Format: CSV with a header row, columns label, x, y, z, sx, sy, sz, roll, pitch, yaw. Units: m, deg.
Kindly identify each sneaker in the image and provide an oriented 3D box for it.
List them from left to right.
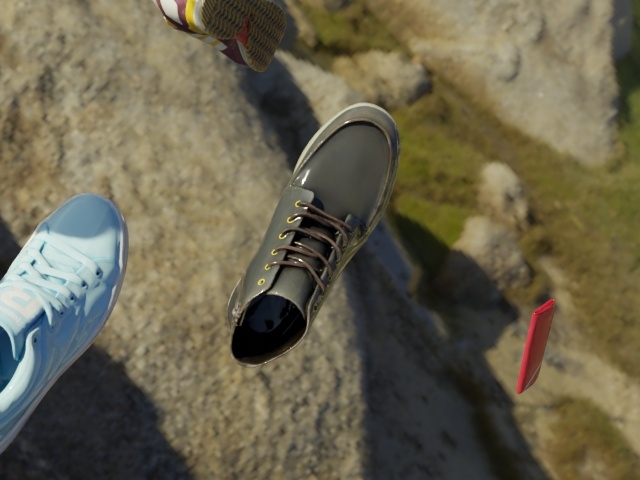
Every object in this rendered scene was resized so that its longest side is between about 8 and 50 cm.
label,x,y,z,sx,sy,sz,roll,pitch,yaw
sneaker,-0.326,0.089,1.465,0.135,0.150,0.366,25,68,0
sneaker,-0.097,-0.214,1.207,0.084,0.069,0.185,26,0,20
sneaker,0.000,0.000,1.007,0.083,0.222,0.118,27,10,-7

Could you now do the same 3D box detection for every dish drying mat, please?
label,x,y,z,sx,sy,sz,roll,pitch,yaw
dish drying mat,0.181,0.090,1.083,0.008,0.083,0.032,29,38,31
